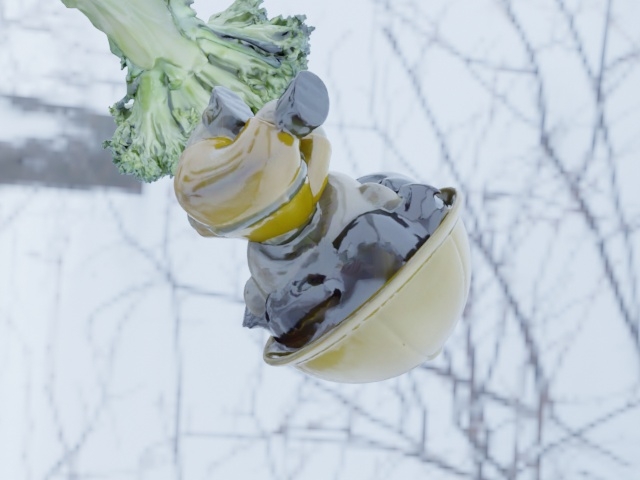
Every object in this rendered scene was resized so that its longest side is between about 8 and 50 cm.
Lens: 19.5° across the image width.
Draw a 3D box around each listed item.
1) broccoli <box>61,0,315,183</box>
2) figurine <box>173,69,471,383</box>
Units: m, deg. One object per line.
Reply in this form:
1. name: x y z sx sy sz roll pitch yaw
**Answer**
1. broccoli: -0.203 -0.219 2.065 0.252 0.361 0.221 -31 48 39
2. figurine: 0.000 0.004 1.354 0.192 0.257 0.167 -29 45 29
